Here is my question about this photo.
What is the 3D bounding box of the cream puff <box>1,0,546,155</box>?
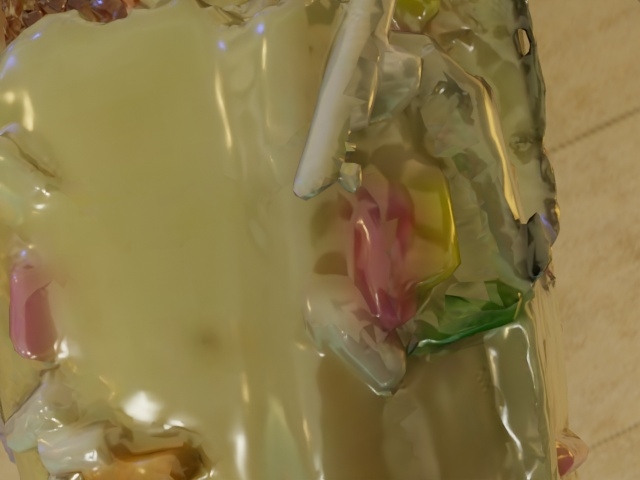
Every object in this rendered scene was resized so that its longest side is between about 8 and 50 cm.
[{"bbox_3d":[-0.043,-0.090,0.883,0.229,0.350,0.350,-35,69,-3],"label":"cream puff"}]

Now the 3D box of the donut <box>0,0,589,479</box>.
[{"bbox_3d":[0.002,0.002,0.515,0.150,0.307,0.371,-8,32,9],"label":"donut"}]
